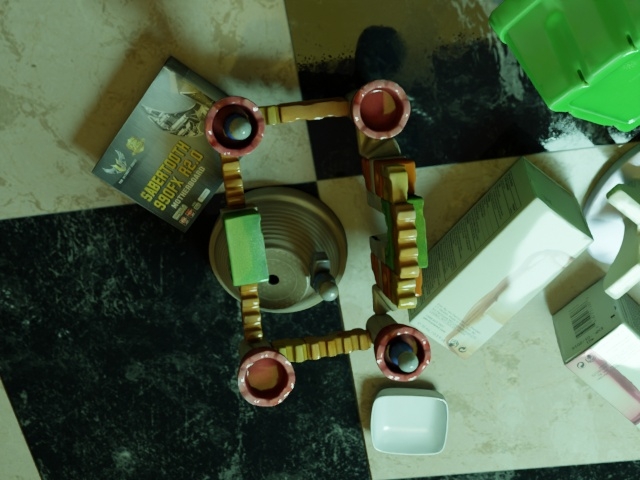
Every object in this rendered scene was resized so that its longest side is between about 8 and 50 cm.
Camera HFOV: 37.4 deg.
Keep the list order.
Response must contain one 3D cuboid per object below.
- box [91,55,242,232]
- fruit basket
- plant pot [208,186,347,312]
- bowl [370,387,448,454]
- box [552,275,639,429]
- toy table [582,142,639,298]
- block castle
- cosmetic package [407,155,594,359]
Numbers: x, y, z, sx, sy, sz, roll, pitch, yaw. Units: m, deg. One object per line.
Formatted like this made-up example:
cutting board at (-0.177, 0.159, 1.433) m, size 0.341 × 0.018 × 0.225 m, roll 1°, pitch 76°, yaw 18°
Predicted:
box at (-0.228, -0.150, 1.513) m, size 0.183 × 0.056 × 0.231 m, roll 34°, pitch 116°, yaw -15°
fruit basket at (0.401, -0.383, 1.244) m, size 0.283 × 0.392 × 0.392 m, roll 9°, pitch 124°, yaw -33°
plant pot at (-0.074, 0.037, 1.579) m, size 0.237 × 0.110 × 0.237 m, roll 1°, pitch 118°, yaw 2°
bowl at (0.164, 0.330, 1.760) m, size 0.142 × 0.053 × 0.142 m, roll 1°, pitch 119°, yaw 2°
box at (0.524, 0.200, 1.607) m, size 0.232 × 0.148 × 0.127 m, roll 40°, pitch 115°, yaw -17°
toy table at (0.532, -0.039, 1.467) m, size 0.252 × 0.161 × 0.274 m, roll 25°, pitch 119°, yaw -10°
block castle at (0.000, 0.000, 1.402) m, size 0.303 × 0.213 × 0.453 m, roll -8°, pitch 101°, yaw -9°
cosmetic package at (0.281, 0.031, 1.529) m, size 0.129 × 0.153 × 0.296 m, roll 34°, pitch 118°, yaw -16°
